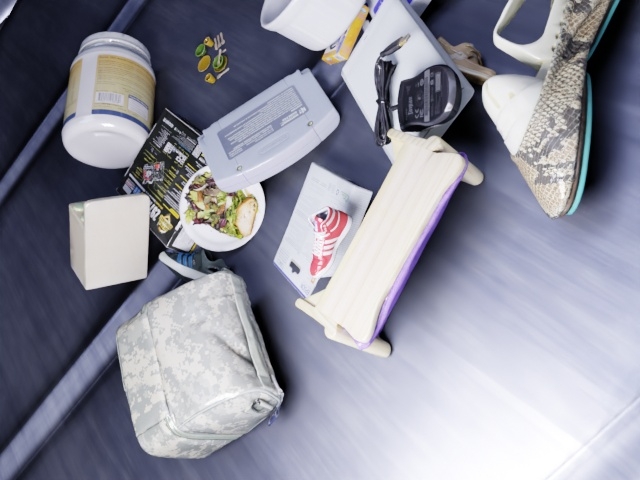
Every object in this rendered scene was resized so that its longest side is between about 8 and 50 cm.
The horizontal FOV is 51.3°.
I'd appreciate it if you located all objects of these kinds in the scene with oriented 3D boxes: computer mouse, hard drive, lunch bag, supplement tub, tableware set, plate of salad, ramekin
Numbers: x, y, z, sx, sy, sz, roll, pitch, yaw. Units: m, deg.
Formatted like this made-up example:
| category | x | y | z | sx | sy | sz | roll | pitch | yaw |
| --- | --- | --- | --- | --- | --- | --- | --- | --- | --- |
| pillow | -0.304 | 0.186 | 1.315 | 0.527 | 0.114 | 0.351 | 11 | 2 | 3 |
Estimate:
| category | x | y | z | sx | sy | sz | roll | pitch | yaw |
| --- | --- | --- | --- | --- | --- | --- | --- | --- | --- |
| computer mouse | 0.171 | -0.270 | 1.143 | 0.262 | 0.060 | 0.184 | 169 | 100 | -66 |
| hard drive | 0.151 | -0.301 | 1.262 | 0.203 | 0.040 | 0.308 | -55 | 43 | 35 |
| lunch bag | -0.217 | 0.234 | 1.266 | 0.256 | 0.212 | 0.305 | -38 | 53 | 23 |
| supplement tub | -0.567 | -0.380 | 1.808 | 0.228 | 0.228 | 0.316 | -20 | 60 | 33 |
| tableware set | -0.292 | -0.479 | 1.758 | 0.104 | 0.024 | 0.154 | -31 | 55 | 27 |
| plate of salad | -0.221 | -0.076 | 1.463 | 0.199 | 0.048 | 0.200 | -1 | 85 | 12 |
| ramekin | 0.001 | -0.542 | 1.415 | 0.277 | 0.135 | 0.277 | -43 | 32 | 36 |

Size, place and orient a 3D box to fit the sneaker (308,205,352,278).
| category | x | y | z | sx | sy | sz | roll | pitch | yaw |
| --- | --- | --- | --- | --- | --- | --- | --- | --- | --- |
| sneaker | 0.000 | 0.000 | 1.081 | 0.042 | 0.067 | 0.118 | 27 | 90 | 48 |

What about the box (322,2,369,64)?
| category | x | y | z | sx | sy | sz | roll | pitch | yaw |
| --- | --- | --- | --- | --- | --- | --- | --- | --- | --- |
| box | 0.055 | -0.443 | 1.407 | 0.081 | 0.028 | 0.136 | 12 | 80 | 64 |

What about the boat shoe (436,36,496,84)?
| category | x | y | z | sx | sy | sz | roll | pitch | yaw |
| --- | --- | --- | --- | --- | --- | --- | --- | --- | --- |
| boat shoe | 0.257 | -0.331 | 1.208 | 0.170 | 0.063 | 0.059 | 40 | 105 | 43 |

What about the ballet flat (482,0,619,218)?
| category | x | y | z | sx | sy | sz | roll | pitch | yaw |
| --- | --- | --- | --- | --- | --- | --- | --- | --- | --- |
| ballet flat | 0.349 | -0.274 | 1.028 | 0.182 | 0.164 | 0.483 | 17 | 79 | 5 |

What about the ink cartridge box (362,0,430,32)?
| category | x | y | z | sx | sy | sz | roll | pitch | yaw |
| --- | --- | --- | --- | --- | --- | --- | --- | --- | --- |
| ink cartridge box | 0.153 | -0.520 | 1.372 | 0.208 | 0.045 | 0.206 | -49 | 45 | 38 |

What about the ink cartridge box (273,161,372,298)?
| category | x | y | z | sx | sy | sz | roll | pitch | yaw |
| --- | --- | --- | --- | --- | --- | --- | --- | --- | --- |
| ink cartridge box | -0.002 | -0.019 | 1.251 | 0.224 | 0.045 | 0.223 | -67 | 26 | 9 |

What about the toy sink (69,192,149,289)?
| category | x | y | z | sx | sy | sz | roll | pitch | yaw |
| --- | --- | --- | --- | --- | --- | --- | --- | --- | --- |
| toy sink | -0.508 | -0.024 | 1.594 | 0.131 | 0.152 | 0.234 | 40 | 131 | 42 |

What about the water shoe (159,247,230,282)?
| category | x | y | z | sx | sy | sz | roll | pitch | yaw |
| --- | --- | --- | --- | --- | --- | --- | --- | --- | --- |
| water shoe | -0.280 | 0.055 | 1.505 | 0.203 | 0.073 | 0.080 | 22 | 68 | 37 |

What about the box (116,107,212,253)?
| category | x | y | z | sx | sy | sz | roll | pitch | yaw |
| --- | --- | --- | --- | --- | --- | --- | --- | --- | --- |
| box | -0.353 | -0.153 | 1.637 | 0.322 | 0.079 | 0.257 | 38 | 100 | 42 |

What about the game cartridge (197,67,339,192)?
| category | x | y | z | sx | sy | sz | roll | pitch | yaw |
| --- | --- | --- | --- | --- | --- | --- | --- | --- | --- |
| game cartridge | -0.113 | -0.233 | 1.434 | 0.297 | 0.062 | 0.198 | -31 | 57 | 5 |

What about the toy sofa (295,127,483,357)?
| category | x | y | z | sx | sy | sz | roll | pitch | yaw |
| --- | --- | --- | --- | --- | --- | --- | --- | --- | --- |
| toy sofa | 0.133 | 0.012 | 1.106 | 0.177 | 0.150 | 0.363 | 29 | 91 | 46 |
